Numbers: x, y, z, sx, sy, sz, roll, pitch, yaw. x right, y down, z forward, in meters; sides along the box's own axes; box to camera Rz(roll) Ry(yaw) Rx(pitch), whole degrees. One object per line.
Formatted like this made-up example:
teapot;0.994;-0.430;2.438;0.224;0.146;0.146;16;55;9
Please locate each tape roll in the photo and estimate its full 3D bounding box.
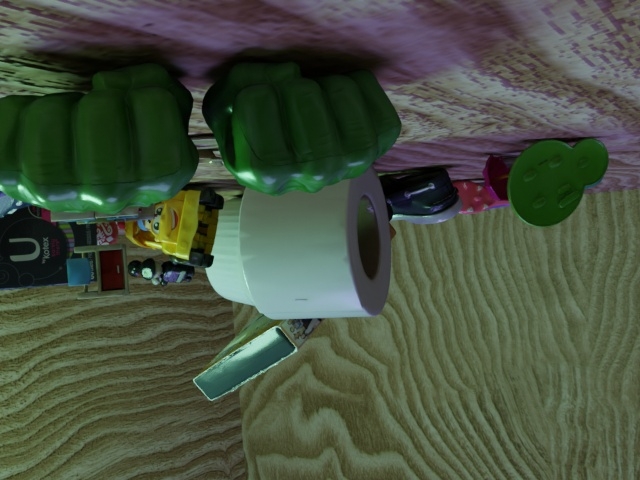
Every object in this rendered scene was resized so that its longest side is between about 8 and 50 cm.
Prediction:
tape roll;0.000;0.000;0.998;0.169;0.246;0.246;-4;180;21

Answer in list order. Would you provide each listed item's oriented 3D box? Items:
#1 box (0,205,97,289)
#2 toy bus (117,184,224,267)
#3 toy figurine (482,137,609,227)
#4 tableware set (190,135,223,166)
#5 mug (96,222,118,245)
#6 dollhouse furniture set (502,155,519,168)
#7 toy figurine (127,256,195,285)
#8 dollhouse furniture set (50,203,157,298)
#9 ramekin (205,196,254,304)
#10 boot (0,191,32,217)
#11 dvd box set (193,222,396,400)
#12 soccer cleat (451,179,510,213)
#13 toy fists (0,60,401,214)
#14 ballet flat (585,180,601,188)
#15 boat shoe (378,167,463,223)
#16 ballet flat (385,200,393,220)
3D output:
box;-0.545;0.004;1.144;0.270;0.165;0.143;-5;180;-22
toy bus;-0.304;-0.039;1.224;0.211;0.149;0.220;11;177;-1
toy figurine;0.331;-0.109;1.008;0.173;0.130;0.159;-29;-162;-7
tableware set;-0.179;-0.099;0.737;0.168;0.020;0.141;-4;179;-10
mug;-0.623;-0.018;1.617;0.150;0.113;0.169;-6;176;13
dollhouse furniture set;0.380;-0.112;1.116;0.151;0.076;0.058;-5;179;7
toy figurine;-0.453;0.019;1.791;0.148;0.213;0.209;7;175;-37
dollhouse furniture set;-0.324;-0.004;0.981;0.129;0.184;0.129;-4;180;-4
ramekin;-0.150;0.023;1.504;0.135;0.277;0.277;4;-176;29
boot;-0.383;-0.057;0.805;0.086;0.069;0.190;-1;176;-28
dvd box set;-0.042;0.128;1.291;0.307;0.062;0.420;-37;-175;41
soccer cleat;0.399;-0.112;1.559;0.248;0.083;0.095;-7;-176;-3
toy fists;-0.082;-0.073;0.449;0.279;0.096;0.142;-6;-170;-15
ballet flat;0.419;-0.129;1.179;0.206;0.073;0.067;-2;-154;-14
boat shoe;0.137;-0.089;1.277;0.302;0.091;0.114;-7;-150;37
ballet flat;0.000;-0.070;1.160;0.280;0.095;0.096;0;143;-5
